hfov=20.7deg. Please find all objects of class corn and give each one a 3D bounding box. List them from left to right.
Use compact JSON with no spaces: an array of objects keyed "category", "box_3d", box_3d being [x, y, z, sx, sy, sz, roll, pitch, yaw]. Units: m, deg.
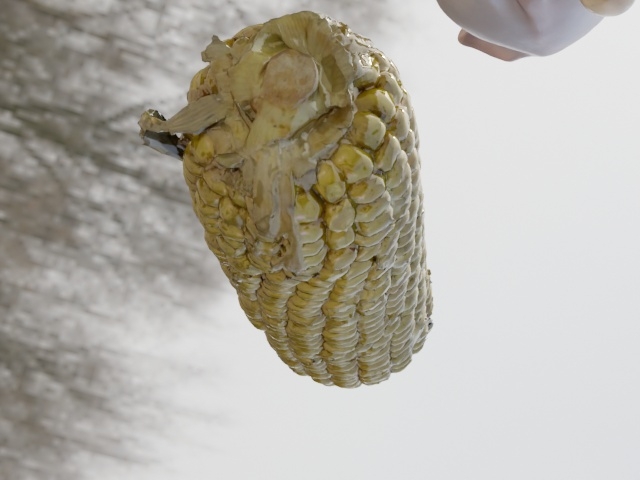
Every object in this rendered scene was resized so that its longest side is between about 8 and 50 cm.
[{"category":"corn","box_3d":[0.000,0.000,0.770,0.293,0.106,0.106,73,24,-66]}]

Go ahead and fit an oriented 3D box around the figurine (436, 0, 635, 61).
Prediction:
[{"category":"figurine","box_3d":[0.117,-0.212,1.078,0.133,0.276,0.200,-29,-121,2]}]
